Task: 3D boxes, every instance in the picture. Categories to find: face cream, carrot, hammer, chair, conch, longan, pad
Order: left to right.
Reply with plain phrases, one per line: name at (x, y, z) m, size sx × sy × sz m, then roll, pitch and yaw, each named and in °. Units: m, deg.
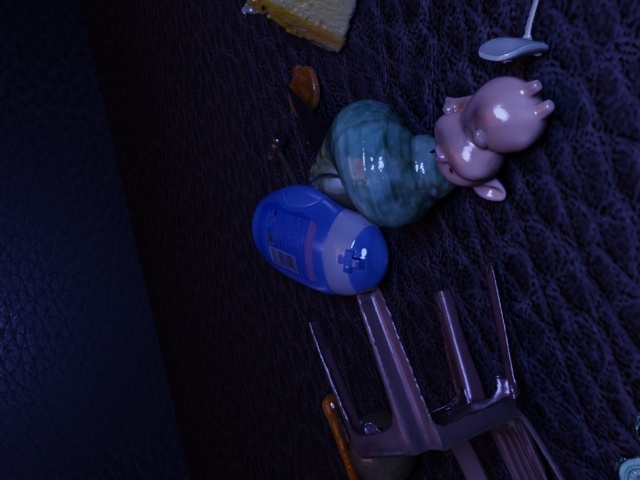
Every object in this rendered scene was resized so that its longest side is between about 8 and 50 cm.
hammer at (-0.019, -0.053, 1.027) m, size 0.292 × 0.029 × 0.058 m, roll 62°, pitch 152°, yaw 25°
pad at (-0.003, -0.141, 0.898) m, size 0.193 × 0.004 × 0.116 m, roll 58°, pitch 172°, yaw 51°
face cream at (0.000, 0.000, 0.919) m, size 0.264 × 0.083 × 0.149 m, roll 22°, pitch 113°, yaw 51°
carrot at (0.044, 0.348, 1.061) m, size 0.037 × 0.037 × 0.190 m, roll -34°, pitch 72°, yaw 63°
conch at (0.068, -0.080, 0.728) m, size 0.188 × 0.122 × 0.175 m, roll 42°, pitch 164°, yaw 51°
longan at (0.089, 0.286, 0.886) m, size 0.119 × 0.106 × 0.106 m, roll -8°, pitch -95°, yaw -74°
chair at (0.137, 0.203, 0.646) m, size 0.175 × 0.183 × 0.326 m, roll -45°, pitch 60°, yaw 61°

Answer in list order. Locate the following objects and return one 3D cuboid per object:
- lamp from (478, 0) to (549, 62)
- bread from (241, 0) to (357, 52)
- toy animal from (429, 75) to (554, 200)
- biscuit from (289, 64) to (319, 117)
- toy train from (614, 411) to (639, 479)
lamp at (0.177, -0.246, 0.517) m, size 0.050 × 0.056 × 0.198 m, roll 45°, pitch 136°, yaw 52°
bread at (-0.005, -0.337, 0.829) m, size 0.152 × 0.127 × 0.147 m, roll 37°, pitch 143°, yaw 5°
toy animal at (0.159, -0.098, 0.596) m, size 0.150 × 0.089 × 0.083 m, roll 134°, pitch 151°, yaw -63°
biscuit at (-0.025, -0.228, 0.967) m, size 0.091 × 0.015 × 0.078 m, roll -24°, pitch 78°, yaw 63°
toy train at (0.290, 0.152, 0.448) m, size 0.118 × 0.074 × 0.175 m, roll 37°, pitch 129°, yaw 40°
